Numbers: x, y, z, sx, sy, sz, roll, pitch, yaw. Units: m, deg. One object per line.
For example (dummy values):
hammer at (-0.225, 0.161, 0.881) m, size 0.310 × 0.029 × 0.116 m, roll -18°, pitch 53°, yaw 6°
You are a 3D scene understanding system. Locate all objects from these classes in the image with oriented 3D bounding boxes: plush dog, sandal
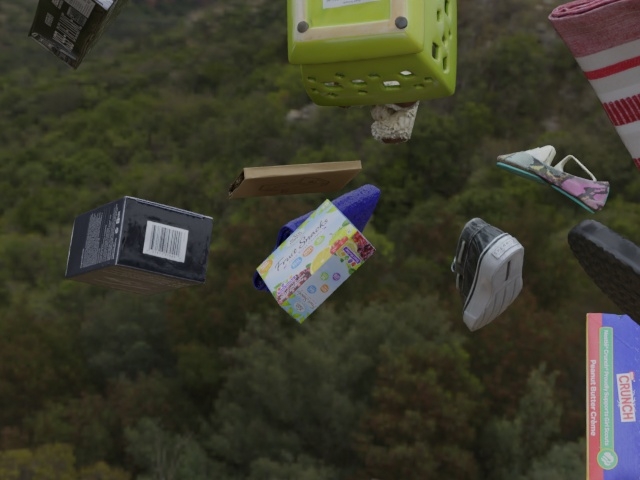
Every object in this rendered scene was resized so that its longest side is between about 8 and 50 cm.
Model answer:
plush dog at (0.113, -0.357, 2.280) m, size 0.226 × 0.210 × 0.262 m, roll 13°, pitch -20°, yaw 3°
sandal at (0.409, 0.068, 0.987) m, size 0.107 × 0.167 × 0.446 m, roll -42°, pitch 31°, yaw -8°

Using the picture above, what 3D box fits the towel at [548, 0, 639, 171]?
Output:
towel at (0.421, -0.145, 1.162) m, size 0.037 × 0.329 × 0.237 m, roll -48°, pitch 24°, yaw -27°

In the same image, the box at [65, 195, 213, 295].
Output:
box at (-0.285, 0.013, 1.622) m, size 0.153 × 0.108 × 0.207 m, roll 15°, pitch -15°, yaw -34°

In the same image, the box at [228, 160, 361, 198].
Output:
box at (-0.047, -0.103, 1.783) m, size 0.201 × 0.021 × 0.164 m, roll -4°, pitch -8°, yaw -14°

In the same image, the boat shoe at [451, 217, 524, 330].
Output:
boat shoe at (0.312, 0.058, 1.992) m, size 0.121 × 0.335 × 0.119 m, roll -32°, pitch 65°, yaw -18°

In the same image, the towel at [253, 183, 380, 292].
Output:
towel at (0.000, 0.000, 2.387) m, size 0.308 × 0.227 × 0.076 m, roll -29°, pitch 70°, yaw -42°

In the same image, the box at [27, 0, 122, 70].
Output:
box at (-0.225, -0.339, 1.203) m, size 0.076 × 0.242 × 0.307 m, roll 37°, pitch -13°, yaw -14°

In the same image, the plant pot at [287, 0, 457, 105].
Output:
plant pot at (0.068, -0.333, 1.505) m, size 0.228 × 0.227 × 0.207 m, roll -2°, pitch -9°, yaw 17°

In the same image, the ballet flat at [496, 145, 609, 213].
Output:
ballet flat at (0.437, -0.128, 1.934) m, size 0.222 × 0.079 × 0.077 m, roll 30°, pitch 6°, yaw 29°

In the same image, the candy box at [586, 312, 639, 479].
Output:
candy box at (0.514, 0.271, 1.685) m, size 0.122 × 0.268 × 0.317 m, roll -1°, pitch -12°, yaw 24°

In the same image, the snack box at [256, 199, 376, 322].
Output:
snack box at (-0.012, 0.038, 2.047) m, size 0.070 × 0.207 × 0.174 m, roll 45°, pitch 3°, yaw -30°
